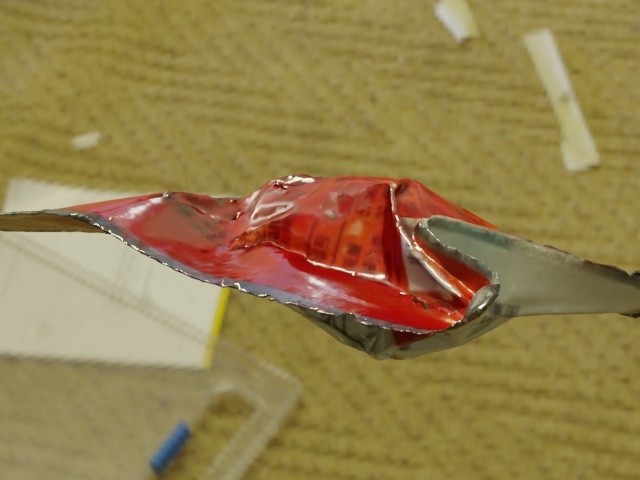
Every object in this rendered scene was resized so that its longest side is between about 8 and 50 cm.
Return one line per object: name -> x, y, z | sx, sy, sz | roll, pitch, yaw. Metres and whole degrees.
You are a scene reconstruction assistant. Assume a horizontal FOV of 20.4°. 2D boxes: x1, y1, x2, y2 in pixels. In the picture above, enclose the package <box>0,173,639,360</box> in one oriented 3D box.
package -> 0.000, 0.000, 0.741 | 0.269, 0.194, 0.071 | 19, 97, 44
